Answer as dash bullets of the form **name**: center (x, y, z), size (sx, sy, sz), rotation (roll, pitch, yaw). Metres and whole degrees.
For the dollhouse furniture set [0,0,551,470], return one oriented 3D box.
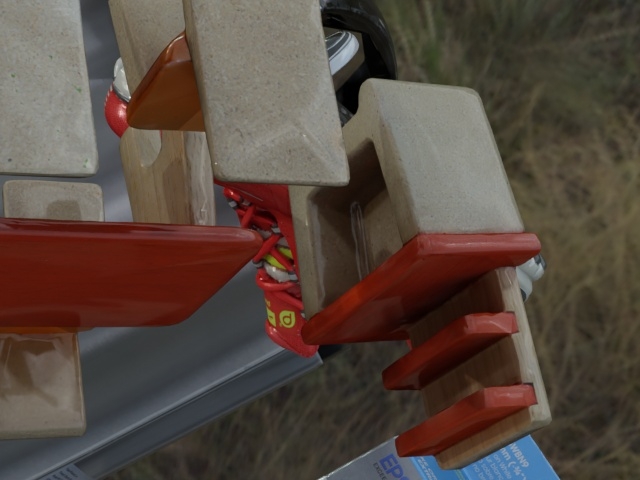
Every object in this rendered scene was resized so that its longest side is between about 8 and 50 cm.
- **dollhouse furniture set**: center (-0.054, 0.012, 0.527), size (0.259, 0.262, 0.135), rotation (1, 67, -27)

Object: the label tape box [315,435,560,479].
- **label tape box**: center (0.073, 0.288, 1.172), size (0.334, 0.106, 0.240), rotation (-29, 65, -9)

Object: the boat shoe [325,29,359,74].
- **boat shoe**: center (-0.031, -0.146, 1.296), size (0.142, 0.049, 0.040), rotation (-34, 115, -13)

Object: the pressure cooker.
- **pressure cooker**: center (-0.140, -0.040, 1.018), size (0.420, 0.370, 0.375), rotation (-27, 113, -2)

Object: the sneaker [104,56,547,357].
- **sneaker**: center (0.000, 0.000, 0.754), size (0.279, 0.118, 0.107), rotation (28, 14, -36)
